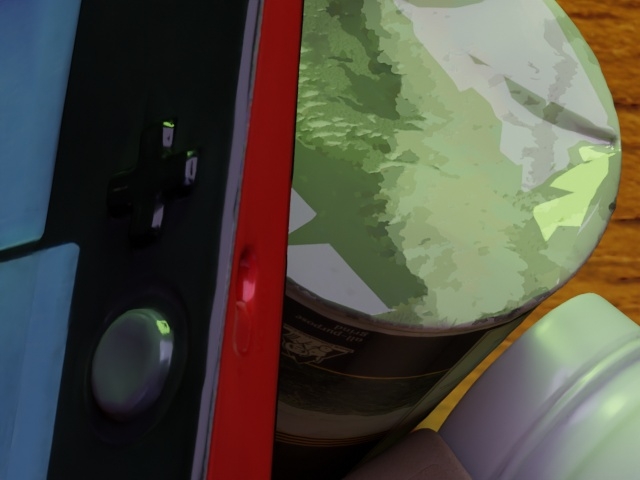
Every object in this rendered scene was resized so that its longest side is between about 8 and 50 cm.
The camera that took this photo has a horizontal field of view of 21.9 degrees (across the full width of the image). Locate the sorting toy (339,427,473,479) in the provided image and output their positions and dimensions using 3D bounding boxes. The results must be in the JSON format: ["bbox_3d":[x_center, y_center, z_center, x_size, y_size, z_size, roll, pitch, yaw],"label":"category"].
[{"bbox_3d":[0.024,0.211,0.743,0.193,0.038,0.208,-33,55,-4],"label":"sorting toy"}]

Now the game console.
[{"bbox_3d":[-0.159,0.026,0.698,0.060,0.386,0.342,18,68,-43],"label":"game console"}]

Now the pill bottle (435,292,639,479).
[{"bbox_3d":[0.211,0.183,0.794,0.334,0.188,0.188,41,53,22],"label":"pill bottle"}]

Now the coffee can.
[{"bbox_3d":[0.000,0.000,0.814,0.201,0.275,0.201,7,64,-14],"label":"coffee can"}]
